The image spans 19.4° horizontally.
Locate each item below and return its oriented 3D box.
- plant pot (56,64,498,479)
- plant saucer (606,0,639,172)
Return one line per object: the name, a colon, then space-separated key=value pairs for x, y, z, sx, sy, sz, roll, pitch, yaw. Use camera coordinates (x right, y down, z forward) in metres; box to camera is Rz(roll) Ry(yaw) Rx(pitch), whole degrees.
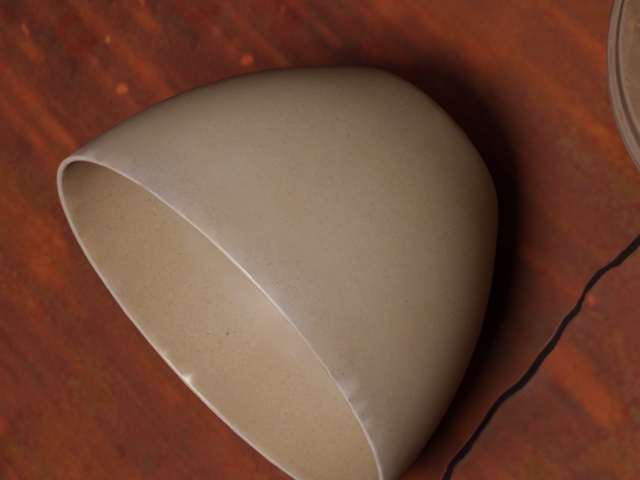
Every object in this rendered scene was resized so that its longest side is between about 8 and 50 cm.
plant pot: x=0.000 y=0.000 z=1.171 sx=0.284 sy=0.284 sz=0.191 roll=35 pitch=67 yaw=30
plant saucer: x=0.293 y=-0.124 z=1.107 sx=0.277 sy=0.041 sz=0.278 roll=-5 pitch=81 yaw=31
